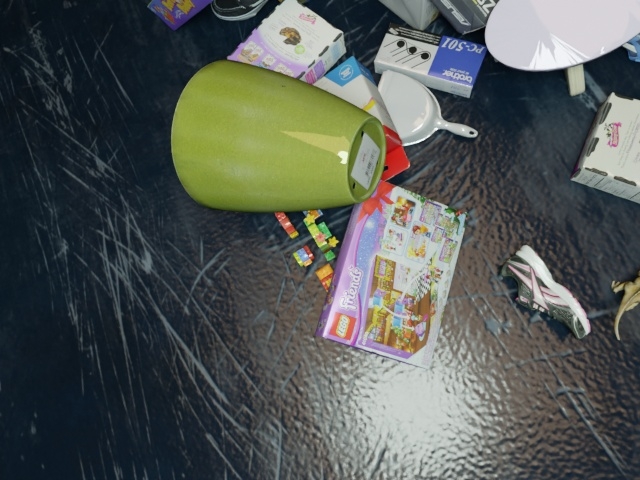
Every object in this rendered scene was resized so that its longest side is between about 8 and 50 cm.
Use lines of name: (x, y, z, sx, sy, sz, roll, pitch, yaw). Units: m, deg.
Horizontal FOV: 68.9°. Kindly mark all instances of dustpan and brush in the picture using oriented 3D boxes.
dustpan and brush: (0.207, -0.244, 0.932, 0.211, 0.060, 0.147, 21, 95, 23)

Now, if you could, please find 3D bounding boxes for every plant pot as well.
plant pot: (-0.047, -0.160, 0.801, 0.294, 0.275, 0.274, 15, 79, 29)

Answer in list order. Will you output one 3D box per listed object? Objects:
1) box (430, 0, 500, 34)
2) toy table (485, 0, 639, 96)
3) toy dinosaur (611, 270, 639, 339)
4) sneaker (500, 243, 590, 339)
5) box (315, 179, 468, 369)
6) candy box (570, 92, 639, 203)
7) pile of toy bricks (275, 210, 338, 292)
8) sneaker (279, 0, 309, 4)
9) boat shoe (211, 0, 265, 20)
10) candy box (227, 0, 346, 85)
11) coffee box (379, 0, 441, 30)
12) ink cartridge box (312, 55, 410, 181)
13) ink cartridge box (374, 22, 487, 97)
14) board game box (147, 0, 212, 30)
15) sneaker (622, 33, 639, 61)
box: (0.244, -0.631, 0.821, 0.395, 0.097, 0.318, 36, 89, -21)
toy table: (0.443, -0.391, 0.833, 0.275, 0.161, 0.251, -2, 101, 23)
toy dinosaur: (0.521, 0.085, 0.773, 0.183, 0.092, 0.053, -43, 73, -3)
sneaker: (0.385, 0.099, 0.815, 0.077, 0.072, 0.178, -37, 65, 11)
box: (0.130, 0.056, 0.828, 0.201, 0.057, 0.293, 20, 79, -12)
candy box: (0.598, -0.146, 0.830, 0.234, 0.071, 0.159, 24, 82, 14)
pile of toy bricks: (0.000, 0.000, 0.876, 0.118, 0.105, 0.212, -33, 73, 0)
sneaker: (0.024, -0.639, 1.031, 0.297, 0.112, 0.130, -17, 74, 4)
boat shoe: (-0.142, -0.545, 0.980, 0.302, 0.102, 0.108, -2, 112, 36)
candy box: (-0.071, -0.402, 1.008, 0.165, 0.070, 0.196, 42, 87, 17)
coffee box: (0.260, -0.613, 0.979, 0.297, 0.119, 0.168, -43, 74, -2)
ink cartridge box: (0.067, -0.220, 0.915, 0.134, 0.078, 0.230, -29, 71, 26)
ink cartridge box: (0.225, -0.373, 0.963, 0.207, 0.046, 0.097, 21, 82, 14)
board game box: (-0.228, -0.580, 0.964, 0.233, 0.078, 0.347, -57, 31, -7)
sneaker: (0.634, -0.369, 0.893, 0.144, 0.059, 0.053, 32, 71, -4)
